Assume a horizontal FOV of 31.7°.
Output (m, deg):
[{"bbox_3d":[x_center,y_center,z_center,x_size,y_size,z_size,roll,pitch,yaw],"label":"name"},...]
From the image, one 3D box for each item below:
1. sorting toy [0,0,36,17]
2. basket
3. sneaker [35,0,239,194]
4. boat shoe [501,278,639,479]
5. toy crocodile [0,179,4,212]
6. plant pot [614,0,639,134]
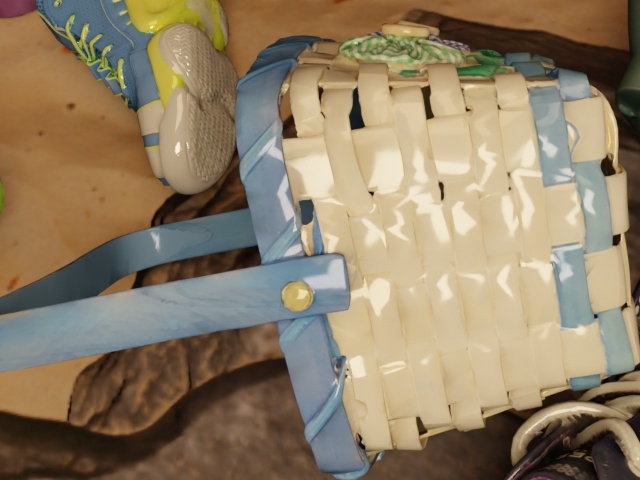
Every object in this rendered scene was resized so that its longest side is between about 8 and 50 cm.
[{"bbox_3d":[-0.365,-0.162,0.751,0.365,0.126,0.127,-23,60,-11],"label":"sorting toy"},{"bbox_3d":[0.000,0.000,0.562,0.288,0.255,0.201,-15,99,9],"label":"basket"},{"bbox_3d":[-0.125,-0.125,0.756,0.126,0.091,0.240,-13,57,16],"label":"sneaker"},{"bbox_3d":[0.162,0.098,0.531,0.127,0.158,0.341,-18,47,41],"label":"boat shoe"},{"bbox_3d":[-0.340,0.035,0.638,0.340,0.105,0.115,-25,60,-13],"label":"toy crocodile"},{"bbox_3d":[0.291,-0.113,0.630,0.293,0.293,0.196,35,91,21],"label":"plant pot"}]
